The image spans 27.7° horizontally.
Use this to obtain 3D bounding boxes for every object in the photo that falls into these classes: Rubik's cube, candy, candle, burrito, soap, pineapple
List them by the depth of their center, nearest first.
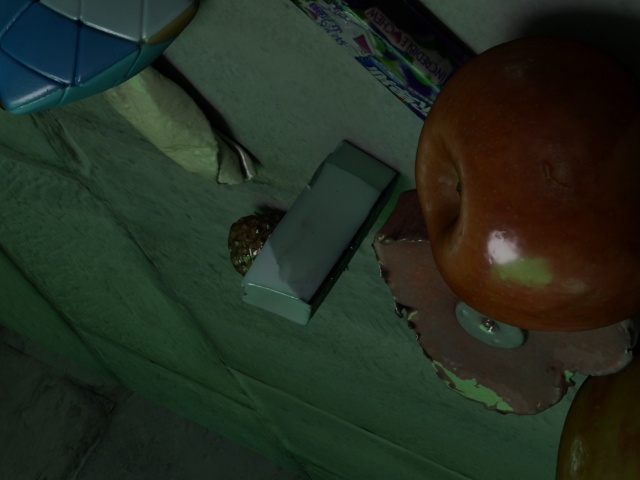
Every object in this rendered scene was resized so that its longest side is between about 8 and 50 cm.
[{"bbox_3d":[0.103,-0.167,1.287,0.312,0.061,0.088,39,162,-17],"label":"candy"},{"bbox_3d":[0.194,0.045,1.403,0.287,0.131,0.317,30,147,-1],"label":"candle"},{"bbox_3d":[-0.224,-0.245,1.487,0.254,0.254,0.254,28,160,11],"label":"Rubik's cube"},{"bbox_3d":[0.000,0.000,1.580,0.091,0.230,0.145,30,160,7],"label":"soap"},{"bbox_3d":[-0.225,-0.192,1.704,0.117,0.076,0.392,0,145,45],"label":"burrito"},{"bbox_3d":[-0.039,0.008,1.875,0.198,0.108,0.108,-1,144,36],"label":"pineapple"}]

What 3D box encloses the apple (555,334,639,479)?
[{"bbox_3d":[0.453,0.259,1.412,0.400,0.333,0.400,11,161,4],"label":"apple"}]

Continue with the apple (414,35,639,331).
[{"bbox_3d":[0.194,-0.048,1.136,0.206,0.272,0.251,-9,151,-4],"label":"apple"}]
